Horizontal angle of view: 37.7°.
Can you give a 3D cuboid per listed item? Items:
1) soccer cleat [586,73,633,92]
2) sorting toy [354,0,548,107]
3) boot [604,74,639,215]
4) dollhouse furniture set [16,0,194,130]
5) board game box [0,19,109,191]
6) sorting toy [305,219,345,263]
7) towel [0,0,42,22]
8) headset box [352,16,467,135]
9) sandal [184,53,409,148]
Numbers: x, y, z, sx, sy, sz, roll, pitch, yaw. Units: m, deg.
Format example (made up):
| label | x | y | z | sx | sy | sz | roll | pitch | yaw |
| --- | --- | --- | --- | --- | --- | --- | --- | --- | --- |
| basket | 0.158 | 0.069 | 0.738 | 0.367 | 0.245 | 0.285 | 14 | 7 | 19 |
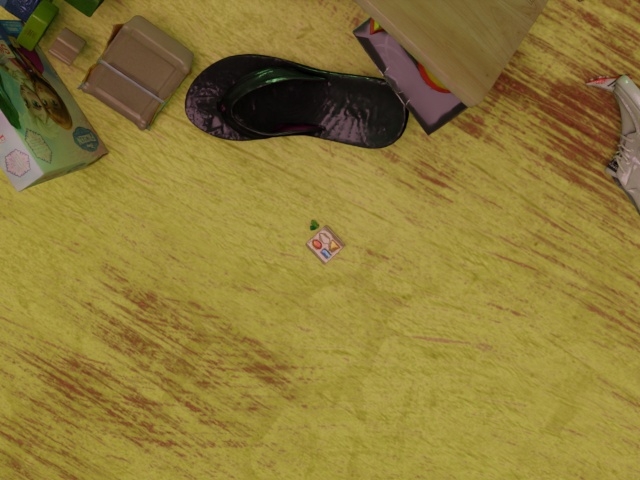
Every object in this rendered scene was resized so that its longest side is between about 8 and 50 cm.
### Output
| label | x | y | z | sx | sy | sz | roll | pitch | yaw |
| --- | --- | --- | --- | --- | --- | --- | --- | --- | --- |
| soccer cleat | 0.529 | -0.283 | 1.711 | 0.083 | 0.029 | 0.035 | -5 | 97 | 5 |
| sorting toy | 0.189 | -0.367 | 1.461 | 0.257 | 0.089 | 0.255 | 41 | 64 | -12 |
| boot | 0.568 | -0.162 | 1.693 | 0.123 | 0.095 | 0.258 | -32 | 101 | 13 |
| dollhouse furniture set | -0.396 | -0.390 | 1.814 | 0.302 | 0.151 | 0.197 | 34 | 127 | -17 |
| board game box | -0.557 | -0.261 | 1.736 | 0.066 | 0.318 | 0.318 | -31 | 97 | 14 |
| sorting toy | 0.000 | 0.000 | 1.862 | 0.062 | 0.012 | 0.083 | -43 | 93 | 15 |
| towel | -0.606 | -0.483 | 1.843 | 0.119 | 0.029 | 0.067 | 34 | 106 | 0 |
| headset box | 0.171 | -0.308 | 1.624 | 0.110 | 0.293 | 0.218 | -36 | 94 | 15 |
| sandal | -0.061 | -0.258 | 1.744 | 0.446 | 0.107 | 0.167 | 5 | 106 | 18 |
